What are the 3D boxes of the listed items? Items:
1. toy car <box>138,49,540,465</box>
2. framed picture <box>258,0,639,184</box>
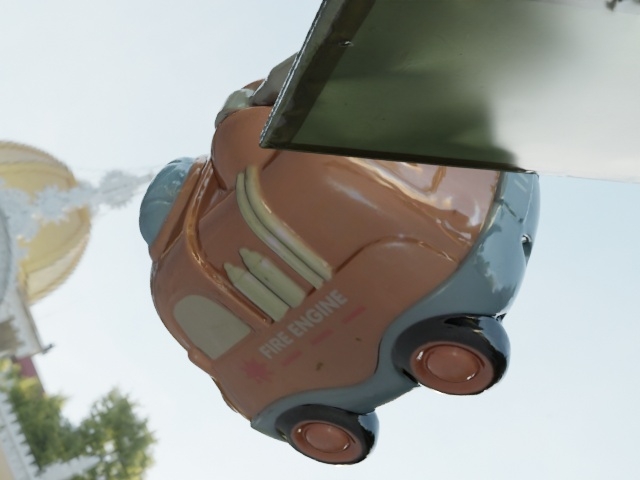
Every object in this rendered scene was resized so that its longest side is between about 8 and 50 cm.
[{"bbox_3d":[0.000,0.000,0.661,0.212,0.180,0.270,34,-44,-16],"label":"toy car"},{"bbox_3d":[0.101,-0.063,0.435,0.173,0.231,0.010,130,-38,-66],"label":"framed picture"}]
